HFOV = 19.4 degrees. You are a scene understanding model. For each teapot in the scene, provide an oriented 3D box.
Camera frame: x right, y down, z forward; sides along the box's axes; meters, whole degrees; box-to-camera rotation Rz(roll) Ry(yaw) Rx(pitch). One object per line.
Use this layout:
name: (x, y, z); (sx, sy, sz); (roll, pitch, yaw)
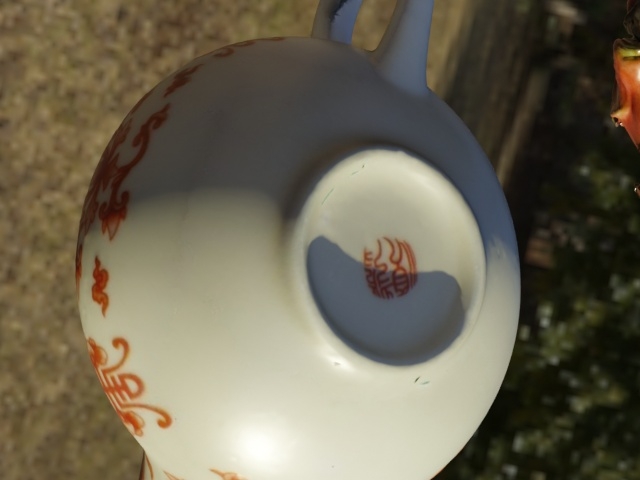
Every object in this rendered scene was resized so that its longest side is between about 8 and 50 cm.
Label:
teapot: (0.000, 0.000, 0.631); (0.116, 0.159, 0.245); (-37, -149, 63)

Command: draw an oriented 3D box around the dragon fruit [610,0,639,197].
dragon fruit: (0.326, -0.103, 1.403); (0.224, 0.227, 0.224); (12, 90, -84)
